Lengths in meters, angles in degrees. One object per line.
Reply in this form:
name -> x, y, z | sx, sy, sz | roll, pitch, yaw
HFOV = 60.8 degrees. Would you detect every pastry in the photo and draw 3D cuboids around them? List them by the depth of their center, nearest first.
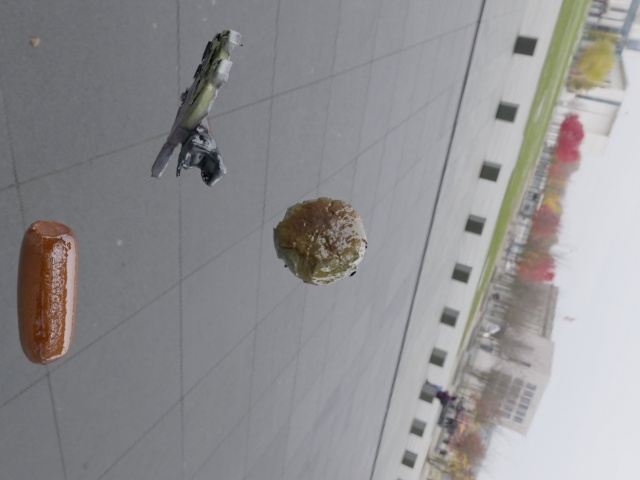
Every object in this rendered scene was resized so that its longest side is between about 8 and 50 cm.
pastry -> 0.002, -0.002, 0.865 | 0.153, 0.153, 0.081 | -61, 156, -29

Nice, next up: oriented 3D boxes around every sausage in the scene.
sausage -> -0.364, 0.073, 0.728 | 0.076, 0.076, 0.198 | -26, 127, -64

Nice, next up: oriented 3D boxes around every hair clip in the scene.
hair clip -> -0.129, -0.144, 0.592 | 0.146, 0.056, 0.187 | -39, -135, 43
